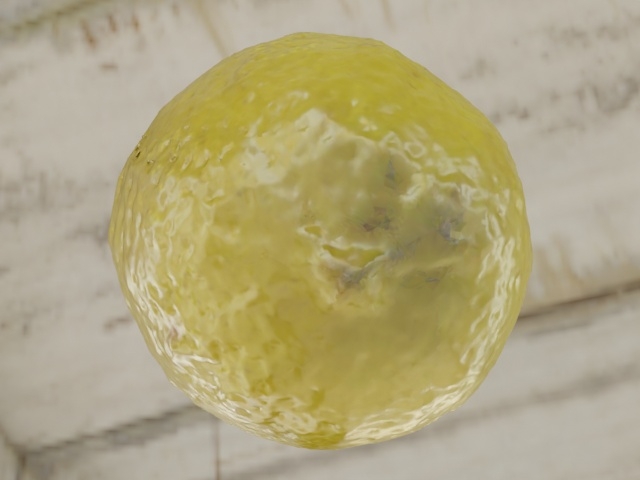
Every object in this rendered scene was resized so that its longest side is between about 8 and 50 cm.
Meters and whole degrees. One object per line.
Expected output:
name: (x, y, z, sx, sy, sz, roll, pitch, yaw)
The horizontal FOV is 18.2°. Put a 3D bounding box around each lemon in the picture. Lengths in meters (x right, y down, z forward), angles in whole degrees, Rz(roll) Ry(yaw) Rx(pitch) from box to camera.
lemon: (-0.001, 0.000, 0.827, 0.181, 0.180, 0.193, -16, -11, 11)
